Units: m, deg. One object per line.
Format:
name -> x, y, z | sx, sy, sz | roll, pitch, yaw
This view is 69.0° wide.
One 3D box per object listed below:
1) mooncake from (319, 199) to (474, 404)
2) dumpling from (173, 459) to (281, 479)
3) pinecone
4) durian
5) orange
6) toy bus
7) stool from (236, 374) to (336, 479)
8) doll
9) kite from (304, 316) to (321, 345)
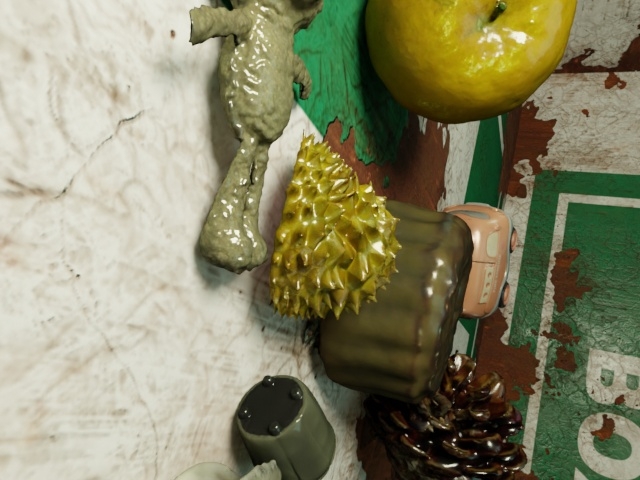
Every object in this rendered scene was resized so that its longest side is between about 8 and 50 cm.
mooncake -> 0.124, 0.088, 0.688 | 0.290, 0.161, 0.291 | 11, 90, -67
dumpling -> -0.090, 0.251, 0.406 | 0.150, 0.092, 0.177 | -44, 135, -42
pinecone -> 0.223, 0.329, 0.824 | 0.242, 0.298, 0.296 | -30, 129, -29
durian -> -0.002, 0.002, 0.493 | 0.165, 0.132, 0.183 | 32, 91, -42
orange -> 0.196, -0.301, 0.640 | 0.235, 0.278, 0.279 | -93, 180, -67
toy bus -> 0.337, 0.049, 1.118 | 0.232, 0.194, 0.288 | 1, 98, -51
stool -> -0.037, 0.206, 0.503 | 0.096, 0.096, 0.110 | -56, 138, -41
doll -> -0.055, -0.127, 0.390 | 0.203, 0.091, 0.286 | 46, 63, -53
kite -> 0.039, 0.059, 0.700 | 0.268, 0.013, 0.323 | -52, 143, -45
